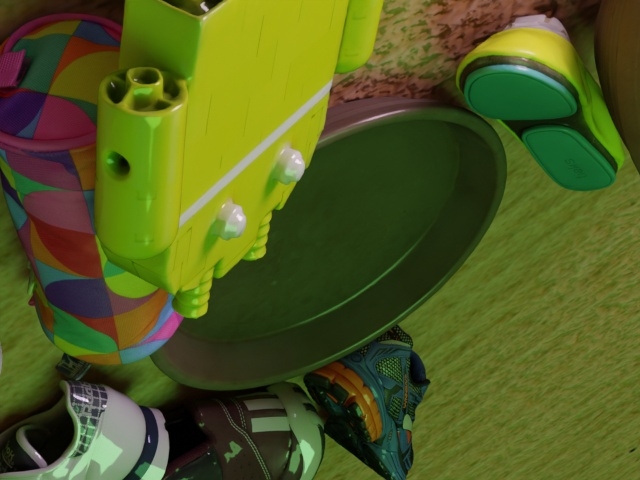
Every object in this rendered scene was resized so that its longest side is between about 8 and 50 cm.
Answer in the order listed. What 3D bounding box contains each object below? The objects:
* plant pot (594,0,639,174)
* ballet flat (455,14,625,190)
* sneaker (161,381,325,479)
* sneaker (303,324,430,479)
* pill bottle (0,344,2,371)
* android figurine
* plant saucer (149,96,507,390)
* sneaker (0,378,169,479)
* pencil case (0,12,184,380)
[{"bbox_3d":[0.256,-0.129,1.131,0.237,0.110,0.237,-10,107,-34],"label":"plant pot"},{"bbox_3d":[0.145,-0.102,1.146,0.077,0.077,0.231,-3,162,25],"label":"ballet flat"},{"bbox_3d":[-0.127,0.216,1.341,0.162,0.106,0.281,7,121,-42],"label":"sneaker"},{"bbox_3d":[0.052,0.129,1.392,0.087,0.083,0.221,-47,160,-13],"label":"sneaker"},{"bbox_3d":[-0.328,0.070,0.834,0.323,0.181,0.181,-30,150,-6],"label":"pill bottle"},{"bbox_3d":[-0.041,-0.081,0.898,0.248,0.056,0.273,-45,153,-48],"label":"android figurine"},{"bbox_3d":[0.000,0.000,1.189,0.278,0.041,0.278,-25,149,-16],"label":"plant saucer"},{"bbox_3d":[-0.214,0.183,1.225,0.235,0.090,0.095,-46,135,14],"label":"sneaker"},{"bbox_3d":[-0.131,-0.020,0.978,0.104,0.104,0.236,-24,148,-16],"label":"pencil case"}]
